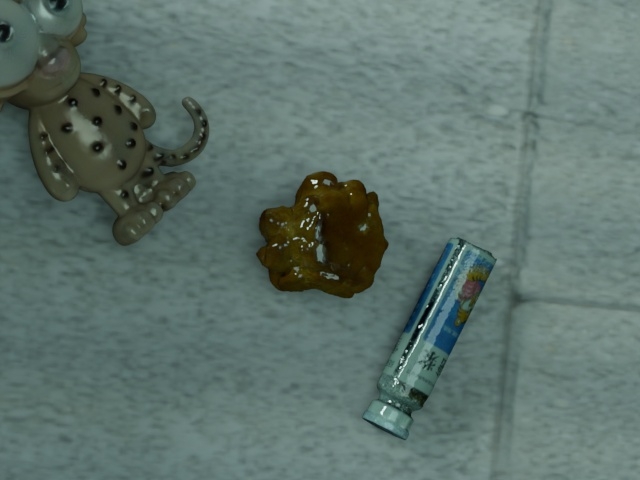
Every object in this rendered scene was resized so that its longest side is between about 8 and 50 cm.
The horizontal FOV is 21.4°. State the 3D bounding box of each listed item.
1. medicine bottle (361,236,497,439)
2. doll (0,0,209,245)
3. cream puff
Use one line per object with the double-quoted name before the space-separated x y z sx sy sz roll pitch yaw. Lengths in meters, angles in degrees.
"medicine bottle" 0.101 0.090 1.570 0.051 0.051 0.191 29 83 -13
"doll" -0.220 -0.126 1.455 0.278 0.119 0.154 43 66 -17
"cream puff" 0.000 0.000 1.526 0.122 0.094 0.116 -39 103 -36
